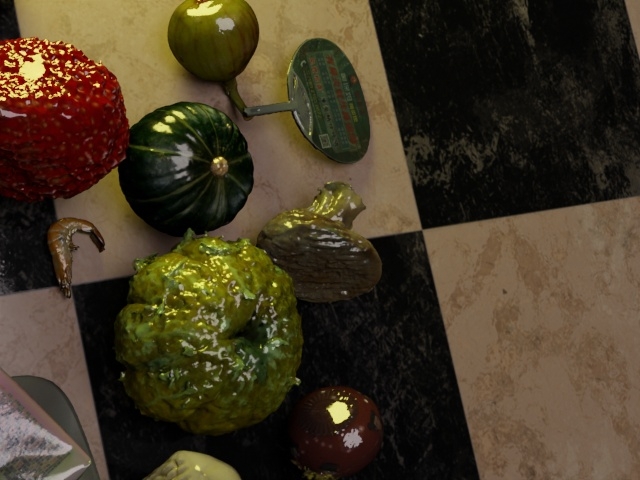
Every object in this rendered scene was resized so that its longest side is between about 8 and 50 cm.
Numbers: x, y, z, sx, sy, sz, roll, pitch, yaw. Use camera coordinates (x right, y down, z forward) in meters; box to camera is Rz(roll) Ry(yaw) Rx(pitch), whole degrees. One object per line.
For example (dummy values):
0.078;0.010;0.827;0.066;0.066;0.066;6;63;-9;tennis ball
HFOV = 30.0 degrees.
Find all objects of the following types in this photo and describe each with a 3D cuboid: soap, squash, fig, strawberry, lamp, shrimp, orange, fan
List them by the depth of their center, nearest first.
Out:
-0.425;0.284;1.536;0.199;0.138;0.182;44;72;3;soap
-0.402;-0.184;1.668;0.261;0.258;0.261;2;59;-4;strawberry
-0.150;0.137;1.765;0.300;0.223;0.301;27;70;-27;orange
-0.364;0.026;1.783;0.091;0.025;0.127;6;72;-31;shrimp
-0.204;-0.107;1.824;0.218;0.172;0.218;15;67;-39;squash
0.024;0.310;1.889;0.157;0.156;0.135;-21;133;-3;lamp
-0.159;-0.317;1.936;0.142;0.148;0.186;-56;151;-20;fig
0.000;-0.212;2.034;0.223;0.012;0.294;55;45;-21;fan

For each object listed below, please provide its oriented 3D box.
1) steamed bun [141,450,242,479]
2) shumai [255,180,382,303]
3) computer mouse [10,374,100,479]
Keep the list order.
-0.153;0.469;1.675;0.203;0.276;0.289;14;46;-39;steamed bun
0.000;0.000;1.955;0.209;0.161;0.153;11;48;-6;shumai
-0.394;0.350;1.649;0.197;0.095;0.331;-16;87;-37;computer mouse
